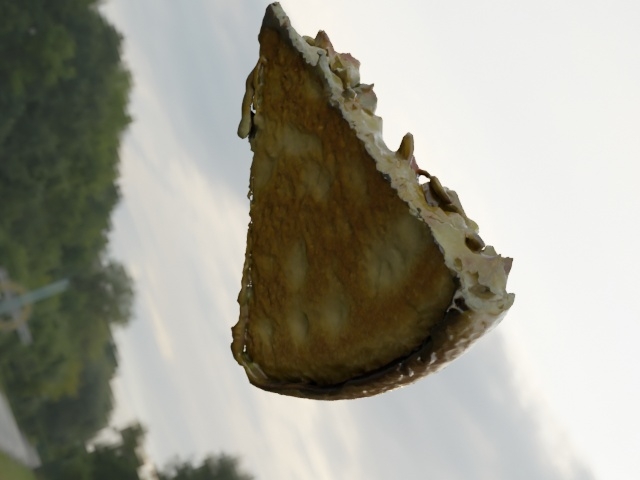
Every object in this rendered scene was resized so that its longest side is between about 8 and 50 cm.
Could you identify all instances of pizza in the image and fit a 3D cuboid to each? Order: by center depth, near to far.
[{"bbox_3d":[0.000,0.000,1.131,0.251,0.074,0.287,-50,-121,37],"label":"pizza"}]
